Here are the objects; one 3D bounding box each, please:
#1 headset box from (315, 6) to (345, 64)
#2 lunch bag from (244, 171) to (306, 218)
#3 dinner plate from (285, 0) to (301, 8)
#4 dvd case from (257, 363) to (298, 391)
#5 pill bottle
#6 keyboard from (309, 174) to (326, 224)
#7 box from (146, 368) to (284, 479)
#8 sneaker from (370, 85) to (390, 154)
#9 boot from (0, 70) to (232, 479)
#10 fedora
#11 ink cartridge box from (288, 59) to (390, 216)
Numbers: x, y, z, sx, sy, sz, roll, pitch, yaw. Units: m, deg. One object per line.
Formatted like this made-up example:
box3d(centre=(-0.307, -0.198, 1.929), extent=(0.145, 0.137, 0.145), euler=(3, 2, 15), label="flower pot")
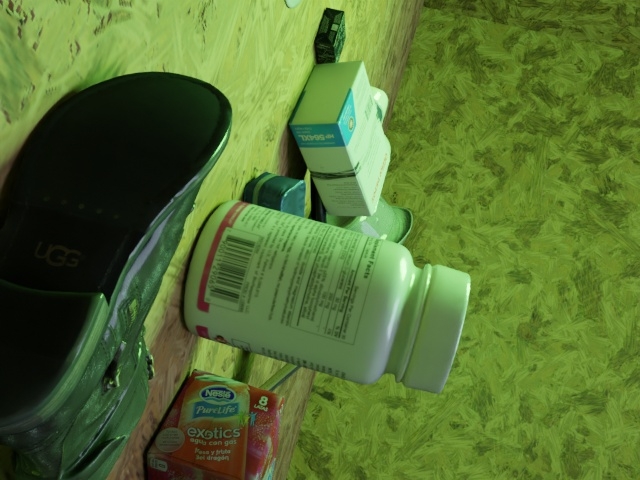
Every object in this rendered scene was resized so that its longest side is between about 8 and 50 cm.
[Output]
box3d(centre=(0.017, -0.311, 1.005), extent=(0.083, 0.032, 0.062), euler=(78, 28, -77), label="headset box")
box3d(centre=(-0.062, -0.036, 0.828), extent=(0.067, 0.065, 0.099), euler=(-40, 142, -52), label="lunch bag")
box3d(centre=(-0.015, -0.344, 0.755), extent=(0.141, 0.017, 0.141), euler=(14, 90, -82), label="dinner plate")
box3d(centre=(-0.063, 0.229, 1.088), extent=(0.221, 0.018, 0.164), euler=(-41, 171, -1), label="dvd case")
box3d(centre=(0.009, 0.065, 0.712), extent=(0.160, 0.283, 0.161), euler=(16, 90, -83), label="pill bottle")
box3d(centre=(0.000, 0.000, 1.136), extent=(0.201, 0.033, 0.317), euler=(106, -16, -74), label="keyboard")
box3d(centre=(-0.127, 0.299, 0.790), extent=(0.128, 0.122, 0.257), euler=(-67, 170, -52), label="box")
box3d(centre=(0.063, -0.183, 1.332), extent=(0.350, 0.131, 0.148), euler=(66, 46, -70), label="sneaker")
box3d(centre=(-0.137, 0.045, 0.415), extent=(0.229, 0.091, 0.263), euler=(104, 9, -57), label="boot")
box3d(centre=(0.067, -0.044, 1.394), extent=(0.275, 0.243, 0.124), euler=(-56, 133, -43), label="fedora")
box3d(centre=(0.038, -0.157, 1.025), extent=(0.203, 0.085, 0.148), euler=(67, 33, -45), label="ink cartridge box")
